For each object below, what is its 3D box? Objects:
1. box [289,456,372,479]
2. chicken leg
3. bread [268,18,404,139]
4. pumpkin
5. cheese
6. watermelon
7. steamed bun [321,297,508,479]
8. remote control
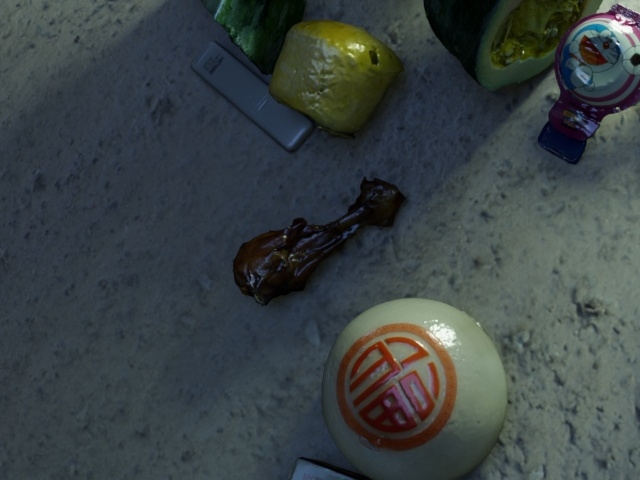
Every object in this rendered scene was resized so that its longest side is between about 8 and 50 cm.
[{"bbox_3d":[0.014,0.498,1.668,0.198,0.084,0.310,17,83,22],"label":"box"},{"bbox_3d":[0.000,0.000,1.795,0.304,0.093,0.113,-29,87,3],"label":"chicken leg"},{"bbox_3d":[0.024,-0.266,1.798,0.197,0.197,0.170,30,101,23],"label":"bread"},{"bbox_3d":[0.277,-0.394,1.677,0.197,0.293,0.263,43,135,26],"label":"pumpkin"},{"bbox_3d":[0.406,-0.234,1.683,0.155,0.062,0.244,35,114,24],"label":"cheese"},{"bbox_3d":[-0.138,-0.437,1.848,0.151,0.264,0.302,-42,64,6],"label":"watermelon"},{"bbox_3d":[0.128,0.219,1.640,0.283,0.177,0.283,-4,76,18],"label":"steamed bun"},{"bbox_3d":[-0.119,-0.248,1.922,0.261,0.029,0.067,41,93,21],"label":"remote control"}]
